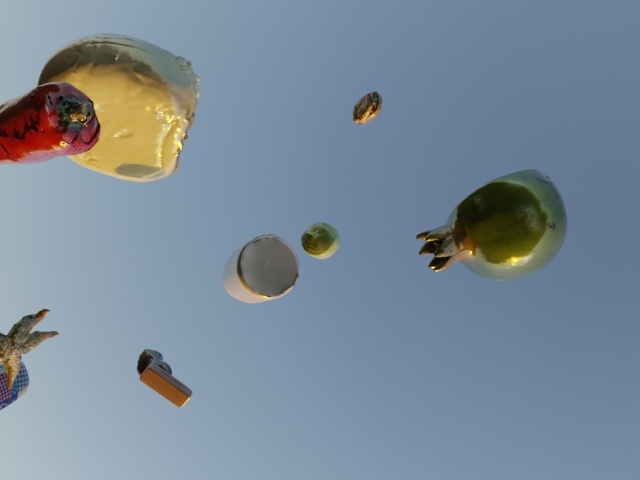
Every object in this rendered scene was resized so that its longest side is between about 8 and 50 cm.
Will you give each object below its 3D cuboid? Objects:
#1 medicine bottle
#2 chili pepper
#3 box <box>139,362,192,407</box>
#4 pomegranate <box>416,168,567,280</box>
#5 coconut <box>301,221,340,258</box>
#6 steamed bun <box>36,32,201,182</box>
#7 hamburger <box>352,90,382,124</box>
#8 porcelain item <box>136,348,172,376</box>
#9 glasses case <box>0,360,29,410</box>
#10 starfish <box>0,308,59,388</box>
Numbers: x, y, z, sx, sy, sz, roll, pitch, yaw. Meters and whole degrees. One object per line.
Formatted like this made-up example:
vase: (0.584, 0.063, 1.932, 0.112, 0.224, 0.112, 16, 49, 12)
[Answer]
medicine bottle: (-0.223, 0.112, 1.834, 0.379, 0.214, 0.213, 154, -74, -67)
chili pepper: (-0.440, -0.169, 0.806, 0.388, 0.110, 0.110, -6, -91, 35)
box: (-0.336, 0.315, 1.138, 0.115, 0.025, 0.048, 38, -67, -8)
pomegranate: (0.417, -0.001, 1.239, 0.216, 0.359, 0.309, 61, -14, 16)
coconut: (0.000, 0.000, 1.196, 0.088, 0.096, 0.087, -5, -110, 15)
steamed bun: (-0.424, -0.303, 1.122, 0.334, 0.312, 0.233, -46, -145, 41)
hamburger: (0.114, -0.322, 1.269, 0.083, 0.044, 0.076, -28, -131, 56)
porcelain item: (-0.430, 0.357, 1.382, 0.216, 0.069, 0.081, 11, -100, 59)
glasses case: (-0.958, 0.440, 1.466, 0.076, 0.327, 0.125, -10, -82, 17)
starfish: (-0.643, 0.231, 1.075, 0.053, 0.208, 0.175, 33, -53, 41)
